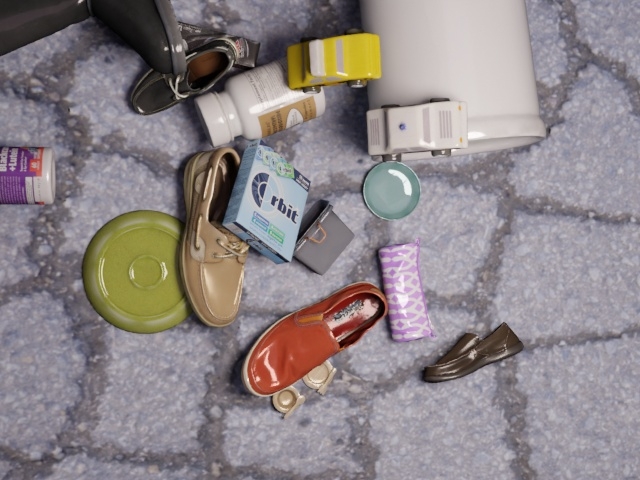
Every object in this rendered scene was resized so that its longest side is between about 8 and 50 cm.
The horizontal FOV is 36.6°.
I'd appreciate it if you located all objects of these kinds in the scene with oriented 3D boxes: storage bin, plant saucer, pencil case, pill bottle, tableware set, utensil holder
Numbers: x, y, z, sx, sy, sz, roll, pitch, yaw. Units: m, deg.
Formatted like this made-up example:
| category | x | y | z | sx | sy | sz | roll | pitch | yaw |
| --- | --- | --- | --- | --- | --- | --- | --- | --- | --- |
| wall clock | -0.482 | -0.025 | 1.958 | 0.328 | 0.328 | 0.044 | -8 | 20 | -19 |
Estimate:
| category | x | y | z | sx | sy | sz | roll | pitch | yaw |
| --- | --- | --- | --- | --- | --- | --- | --- | --- | --- |
| storage bin | 0.000 | 0.000 | 1.893 | 0.091 | 0.098 | 0.135 | 41 | 82 | -18 |
| plant saucer | 0.143 | -0.100 | 1.951 | 0.120 | 0.021 | 0.119 | 0 | 88 | -11 |
| plant saucer | -0.335 | 0.060 | 1.855 | 0.241 | 0.037 | 0.240 | 0 | 88 | -10 |
| pencil case | 0.171 | 0.103 | 1.919 | 0.088 | 0.086 | 0.206 | -10 | 93 | 24 |
| pill bottle | -0.590 | -0.119 | 1.775 | 0.194 | 0.108 | 0.108 | 0 | 89 | -11 |
| tableware set | -0.062 | 0.256 | 1.910 | 0.141 | 0.020 | 0.168 | -43 | 97 | -8 |
| pill bottle | -0.117 | -0.263 | 1.852 | 0.229 | 0.131 | 0.131 | -22 | 93 | -10 |
| utensil holder | 0.238 | -0.359 | 1.823 | 0.328 | 0.327 | 0.385 | -6 | 89 | -10 |

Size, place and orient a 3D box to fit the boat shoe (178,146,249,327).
| category | x | y | z | sx | sy | sz | roll | pitch | yaw |
| --- | --- | --- | --- | --- | --- | --- | --- | --- | --- |
| boat shoe | -0.193 | -0.005 | 1.826 | 0.122 | 0.110 | 0.340 | -4 | 88 | -37 |

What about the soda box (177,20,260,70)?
| category | x | y | z | sx | sy | sz | roll | pitch | yaw |
| --- | --- | --- | --- | --- | --- | --- | --- | --- | --- |
| soda box | -0.205 | -0.376 | 1.873 | 0.169 | 0.060 | 0.053 | 12 | 91 | -10 |

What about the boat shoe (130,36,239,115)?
| category | x | y | z | sx | sy | sz | roll | pitch | yaw |
| --- | --- | --- | --- | --- | --- | --- | --- | --- | --- |
| boat shoe | -0.262 | -0.304 | 1.824 | 0.233 | 0.079 | 0.084 | -27 | 118 | 12 |

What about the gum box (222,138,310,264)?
| category | x | y | z | sx | sy | sz | roll | pitch | yaw |
| --- | --- | --- | --- | --- | --- | --- | --- | --- | --- |
| gum box | -0.098 | -0.072 | 1.826 | 0.157 | 0.041 | 0.184 | 38 | 54 | -39 |

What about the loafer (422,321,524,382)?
| category | x | y | z | sx | sy | sz | roll | pitch | yaw |
| --- | --- | --- | --- | --- | --- | --- | --- | --- | --- |
| loafer | 0.299 | 0.226 | 1.954 | 0.220 | 0.080 | 0.078 | -20 | 83 | -15 |

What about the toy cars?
| category | x | y | z | sx | sy | sz | roll | pitch | yaw |
| --- | --- | --- | --- | --- | --- | --- | --- | --- | --- |
| toy cars | 0.080 | -0.255 | 1.681 | 0.394 | 0.087 | 0.176 | 42 | 111 | 22 |

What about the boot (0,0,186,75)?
| category | x | y | z | sx | sy | sz | roll | pitch | yaw |
| --- | --- | --- | --- | --- | --- | --- | --- | --- | --- |
| boot | -0.501 | -0.385 | 1.741 | 0.445 | 0.146 | 0.367 | -20 | 64 | -13 |

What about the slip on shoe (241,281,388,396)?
| category | x | y | z | sx | sy | sz | roll | pitch | yaw |
| --- | --- | --- | --- | --- | --- | --- | --- | --- | --- |
| slip on shoe | -0.009 | 0.186 | 1.864 | 0.331 | 0.101 | 0.123 | -31 | 99 | -15 |
